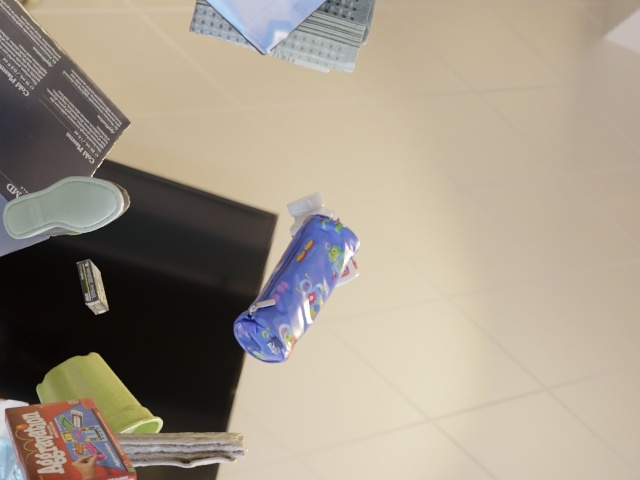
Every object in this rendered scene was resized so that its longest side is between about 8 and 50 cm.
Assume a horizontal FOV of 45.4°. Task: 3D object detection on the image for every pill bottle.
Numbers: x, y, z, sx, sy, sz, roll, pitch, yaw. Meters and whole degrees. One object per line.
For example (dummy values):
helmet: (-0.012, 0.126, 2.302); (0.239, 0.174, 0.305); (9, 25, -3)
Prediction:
pill bottle: (0.000, 0.000, 1.606); (0.193, 0.108, 0.108); (69, -15, -6)

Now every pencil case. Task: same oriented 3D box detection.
pencil case: (-0.044, 0.083, 1.415); (0.306, 0.119, 0.133); (-56, 142, -30)

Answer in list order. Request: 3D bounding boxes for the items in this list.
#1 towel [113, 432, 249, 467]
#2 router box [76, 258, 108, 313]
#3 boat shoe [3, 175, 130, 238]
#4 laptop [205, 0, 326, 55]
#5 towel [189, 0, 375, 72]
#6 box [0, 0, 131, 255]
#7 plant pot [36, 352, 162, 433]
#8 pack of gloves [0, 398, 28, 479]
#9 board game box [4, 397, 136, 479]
towel: (-0.272, 0.375, 1.375); (0.187, 0.282, 0.049); (105, -14, -79)
router box: (-0.602, 0.123, 2.022); (0.092, 0.038, 0.122); (85, -14, -67)
boat shoe: (-0.366, -0.050, 1.131); (0.068, 0.227, 0.081); (-13, 95, -63)
laptop: (-0.014, -0.467, 1.122); (0.408, 0.382, 0.236); (17, -103, 42)
towel: (-0.048, -0.487, 1.393); (0.056, 0.324, 0.312); (-79, -175, -79)
box: (-0.564, -0.207, 1.330); (0.179, 0.343, 0.312); (-16, -143, 37)
plant pot: (-0.592, 0.441, 1.970); (0.254, 0.276, 0.276); (52, -42, 18)
pack of gloves: (-0.635, 0.472, 1.679); (0.046, 0.195, 0.232); (-70, 167, -73)
board game box: (-0.395, 0.316, 1.185); (0.281, 0.145, 0.027); (23, -68, 58)
